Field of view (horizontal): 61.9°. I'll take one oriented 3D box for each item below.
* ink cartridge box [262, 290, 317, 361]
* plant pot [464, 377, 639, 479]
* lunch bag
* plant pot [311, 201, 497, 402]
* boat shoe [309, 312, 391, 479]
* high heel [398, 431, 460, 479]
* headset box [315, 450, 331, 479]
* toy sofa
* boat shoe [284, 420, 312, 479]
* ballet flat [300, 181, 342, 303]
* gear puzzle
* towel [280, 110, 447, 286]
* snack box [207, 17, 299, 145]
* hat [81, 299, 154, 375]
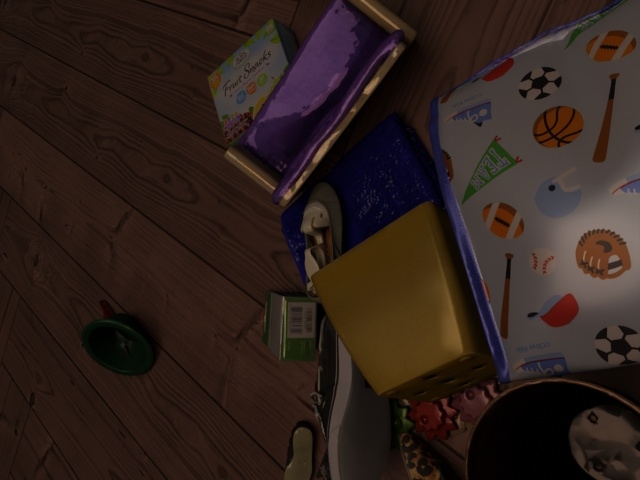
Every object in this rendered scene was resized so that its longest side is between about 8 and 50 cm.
[{"bbox_3d":[-0.060,0.151,0.982,0.209,0.062,0.108,170,103,-76],"label":"ink cartridge box"},{"bbox_3d":[0.313,0.256,0.609,0.215,0.230,0.215,-6,80,38],"label":"plant pot"},{"bbox_3d":[0.331,-0.066,0.626,0.328,0.239,0.385,-23,80,35],"label":"lunch bag"},{"bbox_3d":[0.146,0.105,0.734,0.212,0.212,0.187,-35,52,29],"label":"plant pot"},{"bbox_3d":[0.036,0.245,0.854,0.105,0.113,0.306,-25,59,45],"label":"boat shoe"},{"bbox_3d":[0.243,0.342,0.759,0.186,0.093,0.261,-47,58,12],"label":"high heel"},{"bbox_3d":[0.033,0.402,0.935,0.062,0.032,0.083,26,102,36],"label":"headset box"},{"bbox_3d":[-0.007,-0.240,0.902,0.150,0.177,0.362,38,113,-2],"label":"toy sofa"},{"bbox_3d":[-0.039,0.401,0.985,0.049,0.042,0.133,8,95,-5],"label":"boat shoe"},{"bbox_3d":[0.000,0.000,0.884,0.072,0.068,0.213,-15,75,38],"label":"ballet flat"},{"bbox_3d":[0.125,0.249,0.870,0.339,0.044,0.175,-29,69,32],"label":"gear puzzle"},{"bbox_3d":[0.066,-0.045,0.922,0.308,0.076,0.227,-40,65,28],"label":"towel"},{"bbox_3d":[-0.126,-0.314,1.094,0.207,0.070,0.174,-28,70,31],"label":"snack box"},{"bbox_3d":[-0.483,0.210,1.350,0.209,0.183,0.173,33,120,-9],"label":"hat"}]
